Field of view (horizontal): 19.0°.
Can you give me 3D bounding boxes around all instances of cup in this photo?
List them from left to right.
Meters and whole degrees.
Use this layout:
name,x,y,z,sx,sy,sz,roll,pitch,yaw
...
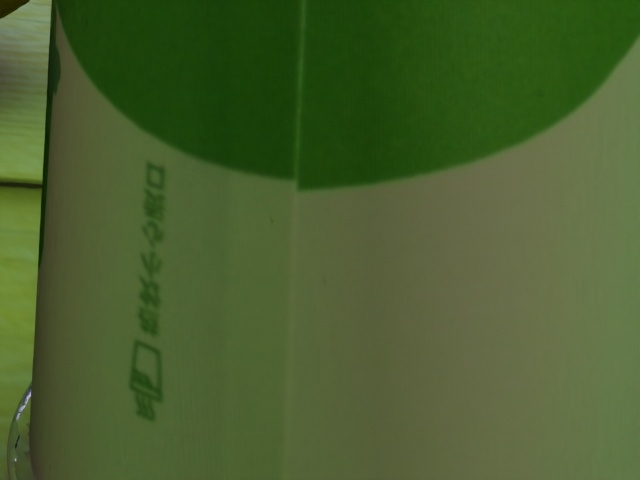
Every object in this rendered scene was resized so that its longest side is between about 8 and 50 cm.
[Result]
name,x,y,z,sx,sy,sz,roll,pitch,yaw
cup,0.018,-0.042,0.614,0.253,0.274,0.253,1,27,-1

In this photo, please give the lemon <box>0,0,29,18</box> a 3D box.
name,x,y,z,sx,sy,sz,roll,pitch,yaw
lemon,-0.266,-0.238,1.018,0.316,0.285,0.285,18,18,25
